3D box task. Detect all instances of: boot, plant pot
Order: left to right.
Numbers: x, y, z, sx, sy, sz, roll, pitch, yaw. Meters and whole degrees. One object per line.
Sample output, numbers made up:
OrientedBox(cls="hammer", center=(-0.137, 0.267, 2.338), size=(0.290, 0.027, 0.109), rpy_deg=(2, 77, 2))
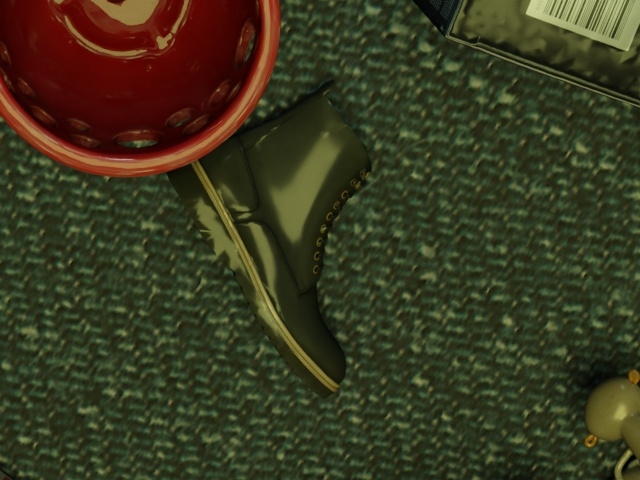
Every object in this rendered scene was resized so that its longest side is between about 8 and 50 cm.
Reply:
OrientedBox(cls="plant pot", center=(-0.126, -0.151, 1.186), size=(0.191, 0.174, 0.191), rpy_deg=(-1, 105, -5))
OrientedBox(cls="boot", center=(0.000, 0.000, 1.300), size=(0.137, 0.077, 0.198), rpy_deg=(-32, 108, -2))

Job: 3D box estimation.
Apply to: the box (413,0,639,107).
OrientedBox(cls="box", center=(0.150, -0.174, 1.192), size=(0.153, 0.207, 0.108), rpy_deg=(18, 104, -10))

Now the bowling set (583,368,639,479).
OrientedBox(cls="bowling set", center=(0.219, 0.253, 1.379), size=(0.154, 0.200, 0.287), rpy_deg=(40, 97, 27))

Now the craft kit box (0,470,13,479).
OrientedBox(cls="craft kit box", center=(-0.354, 0.229, 1.326), size=(0.250, 0.061, 0.246), rpy_deg=(-46, 112, 7))
